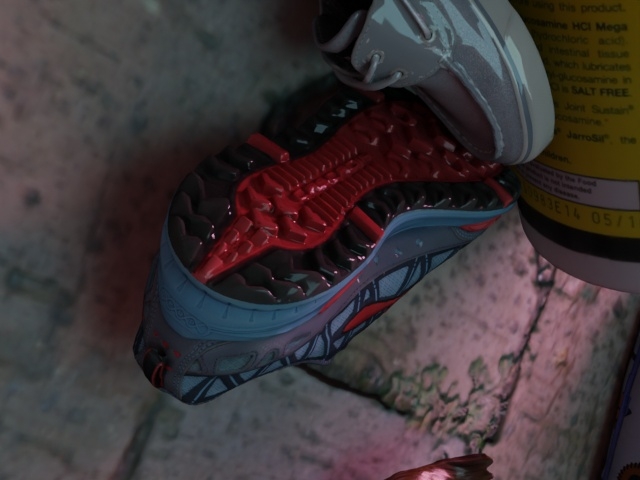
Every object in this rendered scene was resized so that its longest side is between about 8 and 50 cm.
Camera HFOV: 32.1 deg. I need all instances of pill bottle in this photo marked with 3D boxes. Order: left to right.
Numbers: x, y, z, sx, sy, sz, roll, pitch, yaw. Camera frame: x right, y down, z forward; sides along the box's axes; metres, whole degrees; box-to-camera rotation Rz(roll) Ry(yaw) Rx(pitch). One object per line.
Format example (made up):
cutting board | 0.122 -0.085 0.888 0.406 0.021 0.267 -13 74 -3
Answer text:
pill bottle | 0.180 -0.153 0.594 0.188 0.188 0.334 -34 125 -30

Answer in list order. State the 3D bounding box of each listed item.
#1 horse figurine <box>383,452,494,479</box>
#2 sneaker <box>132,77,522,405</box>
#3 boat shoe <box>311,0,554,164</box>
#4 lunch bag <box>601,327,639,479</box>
horse figurine | 0.018 0.242 0.670 0.174 0.066 0.263 9 100 -50
sneaker | 0.000 0.000 0.566 0.262 0.104 0.125 -22 152 -48
boat shoe | 0.026 -0.114 0.527 0.081 0.079 0.227 -43 111 -17
lunch bag | 0.348 0.129 0.811 0.115 0.243 0.303 4 102 -44
